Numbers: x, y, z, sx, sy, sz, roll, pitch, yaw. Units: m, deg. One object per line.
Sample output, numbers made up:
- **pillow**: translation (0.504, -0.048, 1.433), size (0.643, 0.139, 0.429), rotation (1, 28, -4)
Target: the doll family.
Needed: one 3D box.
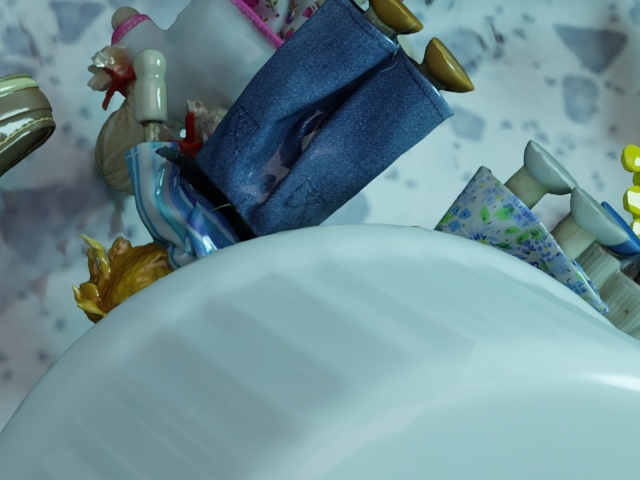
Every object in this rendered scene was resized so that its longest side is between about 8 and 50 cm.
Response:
- **doll family**: translation (0.000, 0.000, 0.710), size (0.163, 0.118, 0.263), rotation (-45, 81, 10)

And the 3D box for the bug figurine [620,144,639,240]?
- **bug figurine**: translation (0.238, -0.025, 0.838), size (0.279, 0.072, 0.216), rotation (10, 69, -18)

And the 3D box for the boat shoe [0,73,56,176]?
- **boat shoe**: translation (-0.164, 0.006, 0.709), size (0.178, 0.064, 0.060), rotation (-39, 86, -23)

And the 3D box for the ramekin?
- **ramekin**: translation (0.030, 0.140, 0.585), size (0.277, 0.135, 0.277), rotation (-3, 100, -21)
